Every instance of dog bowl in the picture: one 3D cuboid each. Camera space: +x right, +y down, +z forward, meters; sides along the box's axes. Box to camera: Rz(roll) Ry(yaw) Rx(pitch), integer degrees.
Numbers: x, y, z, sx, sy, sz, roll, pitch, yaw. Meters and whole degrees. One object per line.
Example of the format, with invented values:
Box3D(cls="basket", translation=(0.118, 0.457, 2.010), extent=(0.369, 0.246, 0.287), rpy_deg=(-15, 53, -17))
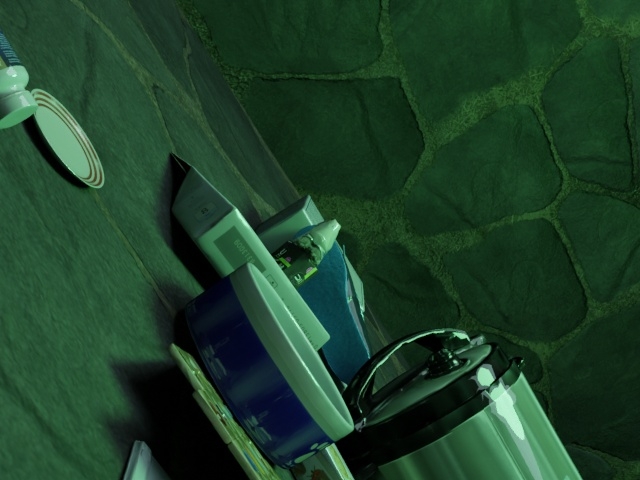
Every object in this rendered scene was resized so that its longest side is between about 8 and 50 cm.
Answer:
Box3D(cls="dog bowl", translation=(-0.067, 0.166, 1.033), extent=(0.265, 0.104, 0.265), rpy_deg=(57, 0, 0))

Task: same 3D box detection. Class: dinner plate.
Box3D(cls="dinner plate", translation=(-0.316, -0.123, 0.951), extent=(0.141, 0.017, 0.141), rpy_deg=(58, 8, -12))

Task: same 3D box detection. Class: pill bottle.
Box3D(cls="pill bottle", translation=(-0.341, -0.177, 0.781), extent=(0.120, 0.067, 0.067), rpy_deg=(59, 6, -4))

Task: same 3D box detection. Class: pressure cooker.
Box3D(cls="pressure cooker", translation=(0.224, 0.363, 1.326), extent=(0.420, 0.375, 0.370), rpy_deg=(61, 9, 4))

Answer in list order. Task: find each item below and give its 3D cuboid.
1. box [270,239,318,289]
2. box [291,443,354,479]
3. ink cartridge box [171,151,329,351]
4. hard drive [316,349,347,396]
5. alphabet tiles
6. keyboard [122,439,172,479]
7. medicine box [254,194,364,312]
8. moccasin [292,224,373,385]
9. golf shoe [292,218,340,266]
Box3D(cls="box", translation=(-0.054, 0.046, 1.452), extent=(0.052, 0.062, 0.083), rpy_deg=(55, -10, -29))
Box3D(cls="box", translation=(0.059, 0.437, 1.104), extent=(0.324, 0.063, 0.067), rpy_deg=(61, 8, 8))
Box3D(cls="ink cartridge box", translation=(-0.161, 0.021, 1.370), extent=(0.308, 0.091, 0.385), rpy_deg=(55, -9, -31))
Box3D(cls="hard drive", translation=(-0.007, 0.247, 1.548), extent=(0.319, 0.040, 0.210), rpy_deg=(57, 7, -25))
Box3D(cls="alphabet tiles", translation=(-0.056, 0.259, 0.827), extent=(0.343, 0.011, 0.285), rpy_deg=(54, -9, 8))
Box3D(cls="keyboard", translation=(-0.146, 0.254, 0.607), extent=(0.072, 0.014, 0.256), rpy_deg=(63, 5, -18))
Box3D(cls="medicine box", translation=(-0.026, 0.055, 1.784), extent=(0.264, 0.149, 0.289), rpy_deg=(59, 6, -7))
Box3D(cls="moccasin", translation=(0.016, 0.140, 1.577), extent=(0.117, 0.137, 0.342), rpy_deg=(53, 22, -72))
Box3D(cls="golf shoe", translation=(0.000, 0.000, 1.478), extent=(0.069, 0.086, 0.176), rpy_deg=(48, -10, -5))
